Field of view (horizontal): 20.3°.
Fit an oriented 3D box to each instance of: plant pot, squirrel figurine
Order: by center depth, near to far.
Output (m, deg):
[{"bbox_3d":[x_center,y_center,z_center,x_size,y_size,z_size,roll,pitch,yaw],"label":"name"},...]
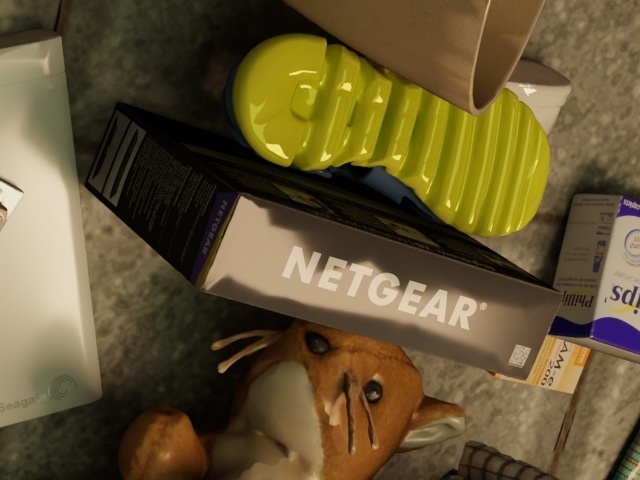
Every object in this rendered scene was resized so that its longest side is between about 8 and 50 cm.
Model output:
[{"bbox_3d":[0.034,-0.259,1.302,0.256,0.274,0.257,22,90,-78],"label":"plant pot"},{"bbox_3d":[-0.047,0.245,1.500,0.370,0.281,0.397,-55,148,-17],"label":"squirrel figurine"}]

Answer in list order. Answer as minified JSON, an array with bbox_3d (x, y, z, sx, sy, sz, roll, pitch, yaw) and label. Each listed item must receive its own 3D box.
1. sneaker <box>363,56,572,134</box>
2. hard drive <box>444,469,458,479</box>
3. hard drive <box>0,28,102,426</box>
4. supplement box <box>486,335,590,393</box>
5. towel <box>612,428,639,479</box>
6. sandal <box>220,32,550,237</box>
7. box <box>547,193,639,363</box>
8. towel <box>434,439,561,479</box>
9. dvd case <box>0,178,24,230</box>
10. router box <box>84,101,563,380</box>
[{"bbox_3d":[0.118,-0.107,1.534,0.212,0.080,0.094,3,119,-30],"label":"sneaker"},{"bbox_3d":[0.243,0.364,1.619,0.064,0.339,0.237,-39,123,-20],"label":"hard drive"},{"bbox_3d":[-0.283,0.005,1.379,0.203,0.040,0.308,-14,114,-23],"label":"hard drive"},{"bbox_3d":[0.203,0.103,1.678,0.098,0.036,0.062,13,103,-32],"label":"supplement box"},{"bbox_3d":[0.425,0.233,1.848,0.271,0.040,0.370,22,97,-34],"label":"towel"},{"bbox_3d":[0.047,-0.091,1.426,0.317,0.138,0.126,21,87,-31],"label":"sandal"},{"bbox_3d":[0.286,0.038,1.656,0.126,0.072,0.137,18,82,-32],"label":"box"},{"bbox_3d":[0.178,0.332,1.433,0.121,0.235,0.284,-28,127,-39],"label":"towel"},{"bbox_3d":[-0.291,-0.027,1.329,0.119,0.013,0.087,32,92,-32],"label":"dvd case"},{"bbox_3d":[0.000,0.000,1.407,0.308,0.243,0.081,17,100,-31],"label":"router box"}]
